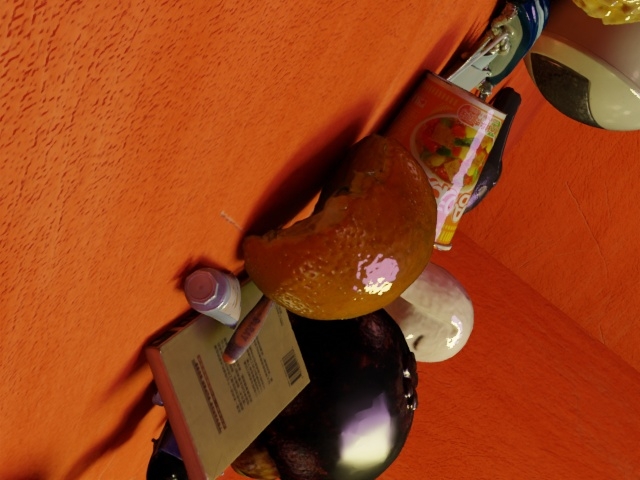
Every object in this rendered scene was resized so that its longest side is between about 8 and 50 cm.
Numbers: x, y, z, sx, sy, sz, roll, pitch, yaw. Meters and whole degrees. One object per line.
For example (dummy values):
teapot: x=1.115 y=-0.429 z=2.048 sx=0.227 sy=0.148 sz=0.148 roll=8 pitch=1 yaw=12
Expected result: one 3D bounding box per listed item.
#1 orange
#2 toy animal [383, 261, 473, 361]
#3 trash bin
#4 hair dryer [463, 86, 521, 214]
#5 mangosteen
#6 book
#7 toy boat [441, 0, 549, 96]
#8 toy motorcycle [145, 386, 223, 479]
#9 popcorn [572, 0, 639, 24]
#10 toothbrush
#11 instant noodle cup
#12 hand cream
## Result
orange: x=0.034 y=0.000 z=1.037 sx=0.179 sy=0.158 sz=0.237 roll=-33 pitch=-172 yaw=45
toy animal: x=0.141 y=0.089 z=1.585 sx=0.206 sy=0.265 sz=0.272 roll=-51 pitch=169 yaw=-10
trash bin: x=0.549 y=-0.400 z=1.626 sx=0.432 sy=0.280 sz=0.280 roll=-55 pitch=171 yaw=3
hair dryer: x=0.325 y=-0.231 z=1.817 sx=0.304 sy=0.120 sz=0.359 roll=-57 pitch=164 yaw=-16
mangosteen: x=-0.013 y=0.210 z=1.329 sx=0.313 sy=0.297 sz=0.297 roll=-14 pitch=-161 yaw=42
book: x=-0.095 y=0.142 z=1.037 sx=0.026 sy=0.161 sz=0.231 roll=-10 pitch=-166 yaw=30
toy boat: x=0.200 y=-0.219 z=1.297 sx=0.291 sy=0.067 sz=0.220 roll=-45 pitch=170 yaw=-16
toy motorcycle: x=-0.146 y=0.218 z=1.144 sx=0.169 sy=0.113 sz=0.315 roll=103 pitch=12 yaw=-77
popcorn: x=0.391 y=-0.386 z=1.148 sx=0.237 sy=0.206 sz=0.251 roll=-37 pitch=160 yaw=28
toothbrush: x=-0.042 y=0.043 z=1.102 sx=0.031 sy=0.023 sz=0.321 roll=-59 pitch=179 yaw=40
instant noodle cup: x=0.141 y=-0.107 z=1.190 sx=0.185 sy=0.168 sz=0.168 roll=-62 pitch=169 yaw=14
hand cream: x=-0.102 y=0.054 z=0.943 sx=0.171 sy=0.043 sz=0.065 roll=53 pitch=36 yaw=-80
